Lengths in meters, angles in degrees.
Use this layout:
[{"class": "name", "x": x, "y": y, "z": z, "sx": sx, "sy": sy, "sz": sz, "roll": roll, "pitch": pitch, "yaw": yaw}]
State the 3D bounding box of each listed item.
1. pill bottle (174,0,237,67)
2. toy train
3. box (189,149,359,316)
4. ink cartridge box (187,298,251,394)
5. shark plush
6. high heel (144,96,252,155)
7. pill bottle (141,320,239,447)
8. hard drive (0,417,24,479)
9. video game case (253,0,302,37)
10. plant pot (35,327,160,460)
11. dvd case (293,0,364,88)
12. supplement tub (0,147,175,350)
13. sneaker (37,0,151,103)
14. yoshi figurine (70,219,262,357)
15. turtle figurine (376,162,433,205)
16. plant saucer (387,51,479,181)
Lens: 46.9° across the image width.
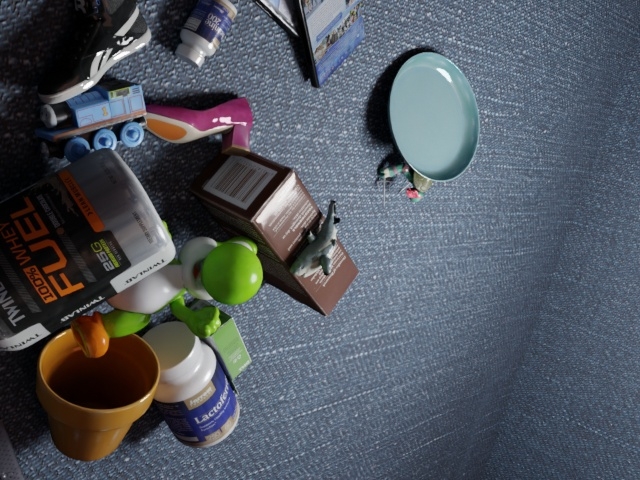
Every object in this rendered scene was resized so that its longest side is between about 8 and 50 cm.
[{"class": "pill bottle", "x": -0.200, "y": -0.362, "z": 1.273, "sx": 0.067, "sy": 0.067, "sz": 0.120, "roll": 34, "pitch": 84, "yaw": -53}, {"class": "toy train", "x": -0.363, "y": -0.191, "z": 1.175, "sx": 0.184, "sy": 0.080, "sz": 0.105, "roll": -26, "pitch": 120, "yaw": -37}, {"class": "box", "x": -0.082, "y": -0.014, "z": 1.523, "sx": 0.143, "sy": 0.191, "sz": 0.381, "roll": -51, "pitch": 142, "yaw": -16}, {"class": "ink cartridge box", "x": -0.214, "y": 0.226, "z": 1.575, "sx": 0.062, "sy": 0.109, "sz": 0.209, "roll": -42, "pitch": 138, "yaw": -26}, {"class": "shark plush", "x": 0.000, "y": 0.000, "z": 1.433, "sx": 0.067, "sy": 0.073, "sz": 0.161, "roll": 23, "pitch": 97, "yaw": -23}, {"class": "high heel", "x": -0.223, "y": -0.236, "z": 1.339, "sx": 0.244, "sy": 0.082, "sz": 0.117, "roll": 10, "pitch": 70, "yaw": -38}, {"class": "pill bottle", "x": -0.272, "y": 0.295, "z": 1.509, "sx": 0.153, "sy": 0.153, "sz": 0.264, "roll": -43, "pitch": 139, "yaw": -26}, {"class": "hard drive", "x": -0.634, "y": 0.407, "z": 1.218, "sx": 0.255, "sy": 0.054, "sz": 0.172, "roll": -31, "pitch": 132, "yaw": -37}, {"class": "video game case", "x": -0.051, "y": -0.559, "z": 1.363, "sx": 0.248, "sy": 0.035, "sz": 0.274, "roll": 30, "pitch": 87, "yaw": -54}, {"class": "plant pot", "x": -0.407, "y": 0.287, "z": 1.322, "sx": 0.205, "sy": 0.205, "sz": 0.188, "roll": -18, "pitch": 140, "yaw": -44}, {"class": "dvd case", "x": 0.020, "y": -0.453, "z": 1.481, "sx": 0.180, "sy": 0.022, "sz": 0.253, "roll": -51, "pitch": 152, "yaw": -23}, {"class": "supplement tub", "x": -0.409, "y": 0.024, "z": 1.100, "sx": 0.338, "sy": 0.207, "sz": 0.207, "roll": -33, "pitch": 136, "yaw": -14}, {"class": "sneaker", "x": -0.361, "y": -0.310, "z": 1.109, "sx": 0.217, "sy": 0.079, "sz": 0.121, "roll": -50, "pitch": 139, "yaw": -31}, {"class": "yoshi figurine", "x": -0.254, "y": 0.074, "z": 1.294, "sx": 0.362, "sy": 0.203, "sz": 0.203, "roll": -18, "pitch": 145, "yaw": -27}, {"class": "turtle figurine", "x": 0.246, "y": -0.187, "z": 1.892, "sx": 0.175, "sy": 0.118, "sz": 0.234, "roll": 10, "pitch": 97, "yaw": -53}, {"class": "plant saucer", "x": 0.274, "y": -0.301, "z": 1.820, "sx": 0.318, "sy": 0.044, "sz": 0.317, "roll": 2, "pitch": 87, "yaw": -37}]
